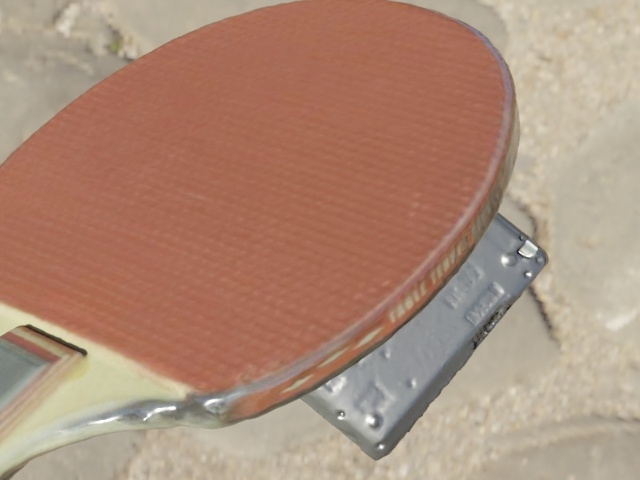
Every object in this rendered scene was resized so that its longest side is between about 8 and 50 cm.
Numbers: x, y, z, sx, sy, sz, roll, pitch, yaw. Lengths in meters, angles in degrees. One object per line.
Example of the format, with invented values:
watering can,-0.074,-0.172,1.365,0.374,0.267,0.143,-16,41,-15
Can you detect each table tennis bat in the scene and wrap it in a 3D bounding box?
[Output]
table tennis bat,-0.042,0.011,0.380,0.130,0.019,0.220,18,52,39

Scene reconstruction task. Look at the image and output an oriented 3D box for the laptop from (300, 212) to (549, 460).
laptop,0.000,0.000,0.787,0.180,0.016,0.129,39,89,0
